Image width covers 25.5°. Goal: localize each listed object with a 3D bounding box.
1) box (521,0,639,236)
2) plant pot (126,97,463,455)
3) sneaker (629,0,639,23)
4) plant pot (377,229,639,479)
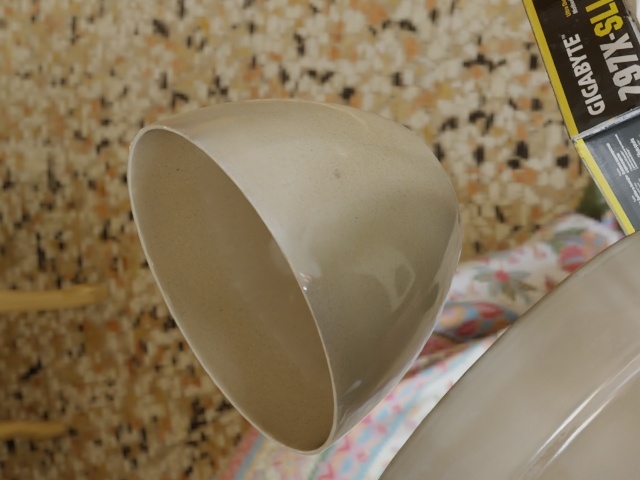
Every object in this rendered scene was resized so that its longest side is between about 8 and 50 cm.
[{"bbox_3d":[0.261,-0.088,1.159,0.079,0.322,0.257,-23,46,17],"label":"box"},{"bbox_3d":[0.000,0.000,1.130,0.284,0.191,0.284,43,150,33],"label":"plant pot"},{"bbox_3d":[0.410,-0.141,1.552,0.108,0.169,0.293,119,164,-56],"label":"sneaker"},{"bbox_3d":[0.219,0.198,0.870,0.280,0.323,0.323,42,121,22],"label":"plant pot"}]
